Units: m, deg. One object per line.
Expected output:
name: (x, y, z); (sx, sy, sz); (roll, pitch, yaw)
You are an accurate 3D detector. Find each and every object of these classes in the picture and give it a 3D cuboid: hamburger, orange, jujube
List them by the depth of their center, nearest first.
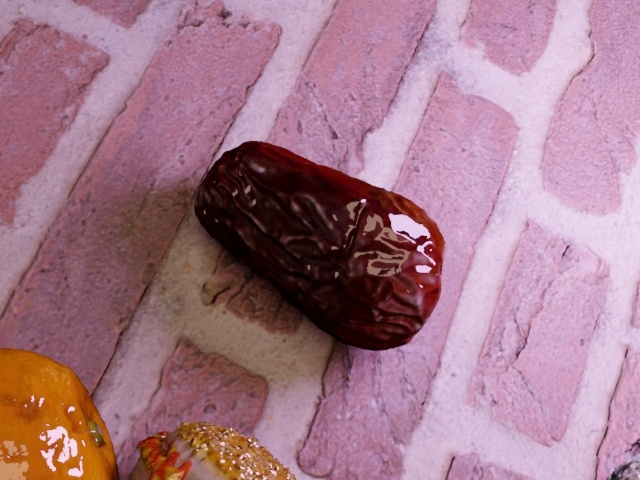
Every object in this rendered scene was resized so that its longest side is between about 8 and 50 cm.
orange: (-0.339, 0.241, 0.905); (0.261, 0.261, 0.261); (5, 68, -12)
hamburger: (-0.087, 0.316, 0.929); (0.294, 0.276, 0.179); (39, 76, -2)
jujube: (0.000, 0.000, 1.121); (0.342, 0.216, 0.216); (29, 65, 7)

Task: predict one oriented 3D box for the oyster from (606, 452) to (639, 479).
oyster: (0.446, 0.355, 1.129); (0.351, 0.158, 0.162); (-54, 130, -32)
